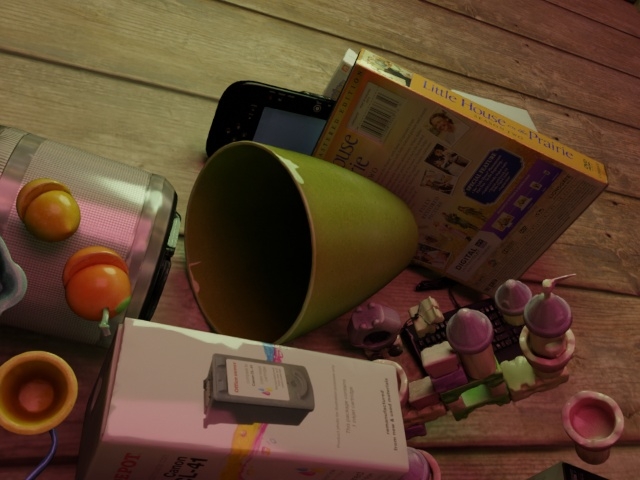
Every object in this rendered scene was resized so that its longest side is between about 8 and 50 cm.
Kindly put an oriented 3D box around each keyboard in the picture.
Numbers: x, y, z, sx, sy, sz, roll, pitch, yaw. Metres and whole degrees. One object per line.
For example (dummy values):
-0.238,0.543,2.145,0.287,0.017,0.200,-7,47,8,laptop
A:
0.262,0.133,1.099,0.317,0.033,0.201,-11,61,-38,keyboard

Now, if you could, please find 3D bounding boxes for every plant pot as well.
0.000,0.000,0.906,0.294,0.275,0.274,-5,57,-45,plant pot

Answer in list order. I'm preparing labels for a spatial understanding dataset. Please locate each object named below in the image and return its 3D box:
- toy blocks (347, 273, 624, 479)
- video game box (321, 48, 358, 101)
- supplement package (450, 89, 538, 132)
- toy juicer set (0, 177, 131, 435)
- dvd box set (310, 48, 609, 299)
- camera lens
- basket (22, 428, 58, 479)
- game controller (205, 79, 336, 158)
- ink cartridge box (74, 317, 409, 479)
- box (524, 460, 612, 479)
0.176,0.144,0.782,0.289,0.260,0.309,-22,50,8,toy blocks
0.082,-0.225,1.160,0.187,0.205,0.048,30,46,-6,video game box
0.317,-0.118,1.219,0.199,0.198,0.262,7,52,-26,supplement package
-0.320,0.005,0.543,0.329,0.089,0.209,34,64,-8,toy juicer set
0.191,-0.088,1.017,0.420,0.307,0.062,24,43,-4,dvd box set
-0.317,-0.004,0.724,0.274,0.219,0.219,18,47,-18,camera lens
-0.408,0.205,0.510,0.255,0.201,0.289,36,53,-1,basket
-0.034,-0.179,1.079,0.319,0.166,0.067,7,47,-26,game controller
-0.092,0.216,0.676,0.306,0.226,0.131,13,48,-21,ink cartridge box
0.399,0.418,0.852,0.290,0.169,0.087,23,43,-11,box
